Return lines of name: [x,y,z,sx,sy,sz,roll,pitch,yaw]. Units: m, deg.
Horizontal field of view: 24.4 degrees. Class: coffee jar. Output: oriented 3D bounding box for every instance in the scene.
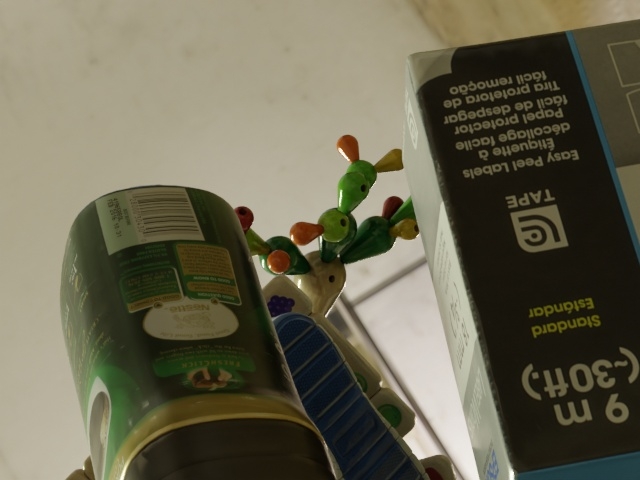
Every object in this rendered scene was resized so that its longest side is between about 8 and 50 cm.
coffee jar: [-0.050,0.065,0.565,0.184,0.079,0.096,-114,28,-50]

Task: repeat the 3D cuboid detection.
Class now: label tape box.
label tape box: [0.189,0.054,0.703,0.106,0.241,0.333,89,170,-63]

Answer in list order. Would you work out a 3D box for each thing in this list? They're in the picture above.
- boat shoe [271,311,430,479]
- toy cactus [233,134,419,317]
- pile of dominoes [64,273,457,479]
boat shoe: [0.006,0.124,0.811,0.066,0.066,0.183,-20,100,48]
toy cactus: [0.000,0.000,1.368,0.112,0.219,0.180,47,141,29]
pile of dominoes: [-0.045,0.173,0.855,0.196,0.251,0.040,46,-165,0]
